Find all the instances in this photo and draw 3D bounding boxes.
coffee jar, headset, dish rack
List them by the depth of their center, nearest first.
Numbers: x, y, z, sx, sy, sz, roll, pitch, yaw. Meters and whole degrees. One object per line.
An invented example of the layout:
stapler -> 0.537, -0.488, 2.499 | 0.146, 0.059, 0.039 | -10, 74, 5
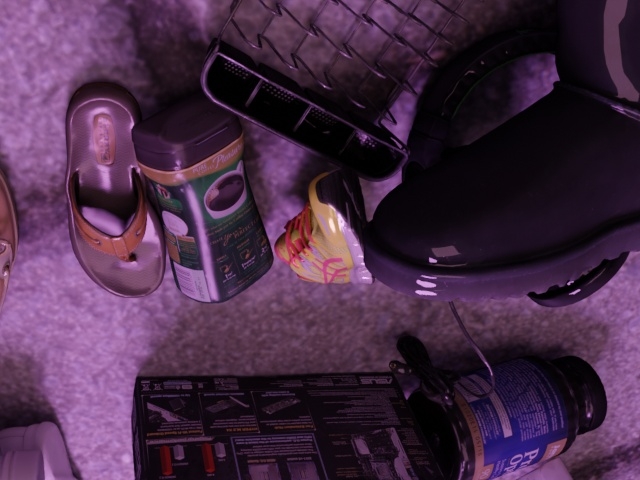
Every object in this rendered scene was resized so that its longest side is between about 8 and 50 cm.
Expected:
dish rack -> 0.040, -0.207, 0.747 | 0.208, 0.074, 0.272 | 24, 112, -28
coffee jar -> -0.106, -0.040, 0.796 | 0.096, 0.079, 0.184 | -36, 131, -33
headset -> 0.178, -0.018, 0.891 | 0.243, 0.185, 0.394 | 14, 101, -18

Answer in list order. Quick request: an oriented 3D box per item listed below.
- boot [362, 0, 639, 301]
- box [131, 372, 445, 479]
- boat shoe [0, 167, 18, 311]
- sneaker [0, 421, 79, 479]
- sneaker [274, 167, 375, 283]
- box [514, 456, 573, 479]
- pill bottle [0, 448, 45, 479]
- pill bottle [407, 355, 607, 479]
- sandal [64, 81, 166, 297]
boot -> 0.195, -0.202, 0.643 | 0.367, 0.146, 0.445 | -15, 120, -28
box -> -0.033, 0.242, 0.902 | 0.307, 0.242, 0.077 | 1, 120, -17
boat shoe -> -0.334, 0.052, 0.791 | 0.104, 0.089, 0.285 | 4, 120, -18
sneaker -> -0.318, 0.290, 0.962 | 0.094, 0.080, 0.212 | -6, 116, 2
sneaker -> 0.000, 0.000, 0.822 | 0.094, 0.082, 0.208 | -6, 157, 4
box -> 0.311, 0.357, 1.111 | 0.063, 0.067, 0.324 | -30, 145, 4
pill bottle -> -0.379, 0.249, 0.831 | 0.214, 0.117, 0.117 | -1, 121, -12
pill bottle -> 0.218, 0.203, 1.010 | 0.219, 0.123, 0.123 | -11, 124, -24
sandal -> -0.187, -0.034, 0.796 | 0.089, 0.060, 0.219 | -4, 122, -13
